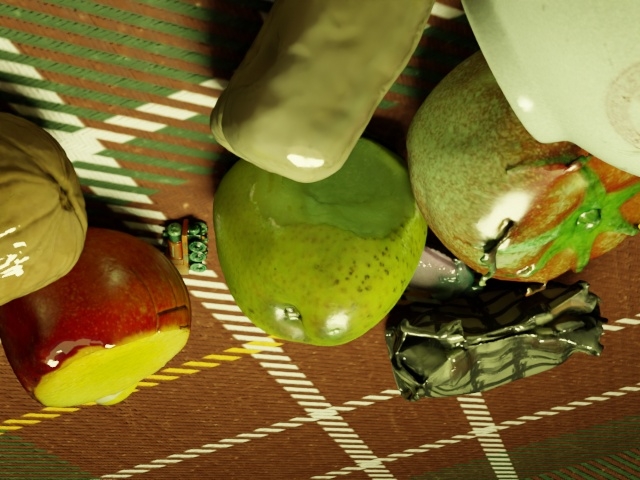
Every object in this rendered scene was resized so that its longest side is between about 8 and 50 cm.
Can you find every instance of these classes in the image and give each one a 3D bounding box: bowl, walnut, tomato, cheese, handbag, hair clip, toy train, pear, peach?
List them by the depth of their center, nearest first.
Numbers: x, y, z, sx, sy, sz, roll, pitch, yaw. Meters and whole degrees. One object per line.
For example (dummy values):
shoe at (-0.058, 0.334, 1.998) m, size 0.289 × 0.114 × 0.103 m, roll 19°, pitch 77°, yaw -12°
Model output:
bowl at (0.234, -0.200, 0.656) m, size 0.196 × 0.434 × 0.435 m, roll -24°, pitch 143°, yaw 24°
cheese at (0.018, -0.216, 0.797) m, size 0.130 × 0.351 × 0.328 m, roll 30°, pitch 92°, yaw -11°
walnut at (-0.373, -0.032, 0.877) m, size 0.228 × 0.228 × 0.228 m, roll -8°, pitch 145°, yaw -6°
tomato at (0.244, -0.099, 0.934) m, size 0.303 × 0.239 × 0.303 m, roll -20°, pitch 144°, yaw -15°
pear at (0.000, 0.000, 0.980) m, size 0.292 × 0.292 × 0.159 m, roll -4°, pitch 140°, yaw -11°
peach at (-0.308, 0.098, 1.051) m, size 0.248 × 0.245 × 0.274 m, roll -55°, pitch 176°, yaw -4°
toy train at (-0.192, 0.010, 1.145) m, size 0.064 × 0.044 × 0.103 m, roll 4°, pitch 143°, yaw -5°
hair clip at (0.100, 0.000, 1.190) m, size 0.359 × 0.095 × 0.110 m, roll 26°, pitch 168°, yaw -36°
handbag at (0.271, 0.159, 1.301) m, size 0.325 × 0.162 × 0.327 m, roll -16°, pitch 170°, yaw 2°

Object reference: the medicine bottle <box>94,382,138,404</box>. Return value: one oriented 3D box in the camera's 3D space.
medicine bottle at (-0.382, 0.168, 1.237) m, size 0.122 × 0.121 × 0.212 m, roll -27°, pitch 142°, yaw 20°
